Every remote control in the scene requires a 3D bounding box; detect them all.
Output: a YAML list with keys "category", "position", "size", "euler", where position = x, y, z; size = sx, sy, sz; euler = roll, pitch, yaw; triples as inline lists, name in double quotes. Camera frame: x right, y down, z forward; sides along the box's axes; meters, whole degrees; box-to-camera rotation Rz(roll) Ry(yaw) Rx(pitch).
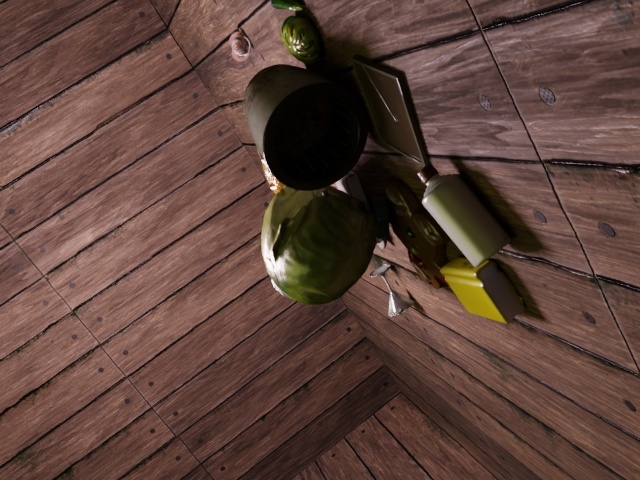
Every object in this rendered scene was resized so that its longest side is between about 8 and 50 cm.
- category: "remote control"
  position: [0.129, -0.114, 2.047]
  size: [0.103, 0.055, 0.277]
  euler: [36, 153, 60]

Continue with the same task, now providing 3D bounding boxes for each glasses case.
- category: "glasses case"
  position: [0.191, -0.070, 1.897]
  size: [0.184, 0.039, 0.078]
  euler: [73, -174, -70]

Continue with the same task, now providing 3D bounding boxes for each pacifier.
- category: "pacifier"
  position: [-0.274, -0.683, 2.108]
  size: [0.078, 0.081, 0.099]
  euler: [-45, -52, -68]

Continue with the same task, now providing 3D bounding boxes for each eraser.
- category: "eraser"
  position: [0.409, 0.121, 1.529]
  size: [0.158, 0.069, 0.226]
  euler: [56, 170, -8]

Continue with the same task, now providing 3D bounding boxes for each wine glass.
- category: "wine glass"
  position: [0.273, 0.187, 2.310]
  size: [0.183, 0.122, 0.122]
  euler: [62, 169, -9]

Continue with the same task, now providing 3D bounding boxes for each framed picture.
- category: "framed picture"
  position: [0.163, -0.300, 1.408]
  size: [0.189, 0.023, 0.260]
  euler: [43, 165, 49]

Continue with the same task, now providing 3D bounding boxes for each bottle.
- category: "bottle"
  position: [0.302, -0.065, 1.313]
  size: [0.245, 0.104, 0.104]
  euler: [52, 170, 10]

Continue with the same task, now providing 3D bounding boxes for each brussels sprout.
- category: "brussels sprout"
  position: [-0.014, 0.013, 1.816]
  size: [0.342, 0.361, 0.425]
  euler: [25, -171, 9]

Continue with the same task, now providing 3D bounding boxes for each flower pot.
- category: "flower pot"
  position: [-0.070, -0.333, 1.656]
  size: [0.330, 0.293, 0.294]
  euler: [50, 170, 51]

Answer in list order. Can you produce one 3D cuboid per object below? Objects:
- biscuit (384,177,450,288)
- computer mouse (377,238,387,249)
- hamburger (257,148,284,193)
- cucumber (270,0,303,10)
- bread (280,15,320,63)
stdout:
- category: "biscuit"
  position: [0.294, 0.024, 1.762]
  size: [0.283, 0.064, 0.432]
  euler: [49, 168, 32]
- category: "computer mouse"
  position: [0.209, -0.015, 2.123]
  size: [0.110, 0.032, 0.056]
  euler: [51, 154, 46]
- category: "hamburger"
  position: [-0.110, -0.300, 2.033]
  size: [0.314, 0.170, 0.290]
  euler: [-79, -31, -49]
- category: "cucumber"
  position: [-0.093, -0.611, 1.537]
  size: [0.168, 0.039, 0.039]
  euler: [37, 161, 51]
- category: "bread"
  position: [-0.055, -0.523, 1.559]
  size: [0.139, 0.071, 0.130]
  euler: [48, 172, 35]
